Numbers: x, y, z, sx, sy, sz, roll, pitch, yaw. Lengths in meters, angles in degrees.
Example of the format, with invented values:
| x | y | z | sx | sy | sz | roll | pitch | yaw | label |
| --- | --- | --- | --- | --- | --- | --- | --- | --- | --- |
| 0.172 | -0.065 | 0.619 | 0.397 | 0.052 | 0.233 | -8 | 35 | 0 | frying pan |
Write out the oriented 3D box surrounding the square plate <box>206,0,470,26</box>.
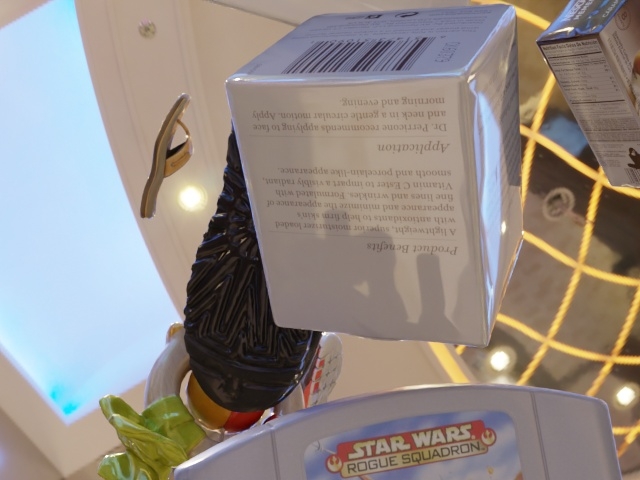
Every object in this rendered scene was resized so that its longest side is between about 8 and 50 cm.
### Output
| x | y | z | sx | sy | sz | roll | pitch | yaw | label |
| --- | --- | --- | --- | --- | --- | --- | --- | --- | --- |
| 0.035 | -0.359 | 0.781 | 0.344 | 0.049 | 0.347 | 11 | -54 | -23 | square plate |

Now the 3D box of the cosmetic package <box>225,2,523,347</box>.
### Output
| x | y | z | sx | sy | sz | roll | pitch | yaw | label |
| --- | --- | --- | --- | --- | --- | --- | --- | --- | --- |
| 0.049 | -0.048 | 0.567 | 0.151 | 0.151 | 0.183 | 4 | -59 | 23 | cosmetic package |

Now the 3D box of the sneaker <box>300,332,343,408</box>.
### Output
| x | y | z | sx | sy | sz | roll | pitch | yaw | label |
| --- | --- | --- | --- | --- | --- | --- | --- | --- | --- |
| -0.020 | 0.187 | 1.098 | 0.061 | 0.065 | 0.157 | -5 | -65 | -53 | sneaker |

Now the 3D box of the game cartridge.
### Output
| x | y | z | sx | sy | sz | roll | pitch | yaw | label |
| --- | --- | --- | --- | --- | --- | --- | --- | --- | --- |
| 0.062 | 0.195 | 0.539 | 0.297 | 0.062 | 0.198 | -6 | -95 | -13 | game cartridge |

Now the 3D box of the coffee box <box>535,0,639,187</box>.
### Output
| x | y | z | sx | sy | sz | roll | pitch | yaw | label |
| --- | --- | --- | --- | --- | --- | --- | --- | --- | --- |
| 0.397 | -0.202 | 1.064 | 0.141 | 0.098 | 0.246 | -48 | -61 | -21 | coffee box |

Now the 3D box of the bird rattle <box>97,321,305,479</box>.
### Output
| x | y | z | sx | sy | sz | roll | pitch | yaw | label |
| --- | --- | --- | --- | --- | --- | --- | --- | --- | --- |
| -0.086 | 0.177 | 0.822 | 0.254 | 0.206 | 0.143 | 11 | -37 | -7 | bird rattle |

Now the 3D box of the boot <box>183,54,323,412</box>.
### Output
| x | y | z | sx | sy | sz | roll | pitch | yaw | label |
| --- | --- | --- | --- | --- | --- | --- | --- | --- | --- |
| 0.004 | 0.000 | 0.851 | 0.260 | 0.131 | 0.347 | 20 | -98 | -64 | boot |

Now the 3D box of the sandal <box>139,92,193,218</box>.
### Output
| x | y | z | sx | sy | sz | roll | pitch | yaw | label |
| --- | --- | --- | --- | --- | --- | --- | --- | --- | --- |
| -0.196 | -0.107 | 1.103 | 0.049 | 0.072 | 0.180 | 17 | -74 | -7 | sandal |
